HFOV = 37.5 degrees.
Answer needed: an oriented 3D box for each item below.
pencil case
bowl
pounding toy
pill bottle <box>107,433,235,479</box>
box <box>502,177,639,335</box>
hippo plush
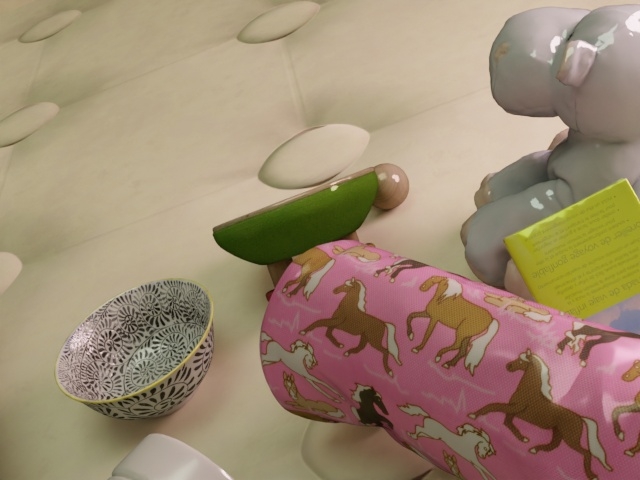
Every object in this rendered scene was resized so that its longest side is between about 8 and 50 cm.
[{"bbox_3d":[0.129,0.116,0.679,0.386,0.167,0.160,18,90,44],"label":"pencil case"},{"bbox_3d":[-0.169,0.122,0.939,0.170,0.080,0.170,-16,35,11],"label":"bowl"},{"bbox_3d":[0.000,0.000,1.012,0.183,0.110,0.237,-19,3,26],"label":"pounding toy"},{"bbox_3d":[-0.163,0.281,0.644,0.160,0.160,0.283,11,47,41],"label":"pill bottle"},{"bbox_3d":[0.231,0.055,0.735,0.109,0.042,0.178,-28,77,14],"label":"box"},{"bbox_3d":[0.232,-0.079,0.830,0.234,0.237,0.294,-37,36,-20],"label":"hippo plush"}]
